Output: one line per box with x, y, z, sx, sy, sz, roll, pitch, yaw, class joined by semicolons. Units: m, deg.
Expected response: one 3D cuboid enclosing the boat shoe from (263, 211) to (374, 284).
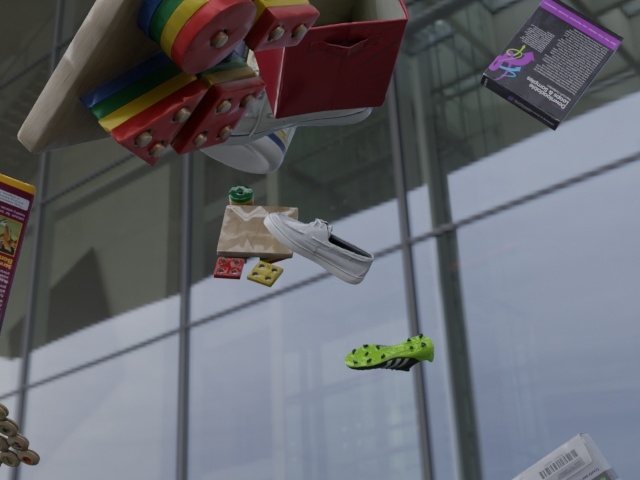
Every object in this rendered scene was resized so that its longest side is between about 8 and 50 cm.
0.000;0.000;1.542;0.184;0.066;0.063;34;-69;-1;boat shoe

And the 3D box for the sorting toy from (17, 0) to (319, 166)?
-0.127;-0.178;0.956;0.257;0.089;0.255;-49;-11;30;sorting toy

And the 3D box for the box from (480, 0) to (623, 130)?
0.296;-0.230;1.251;0.116;0.162;0.029;35;-22;12;box

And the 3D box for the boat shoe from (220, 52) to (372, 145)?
-0.078;-0.273;1.782;0.367;0.135;0.156;-6;-28;-4;boat shoe

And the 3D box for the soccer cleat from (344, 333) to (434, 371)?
0.138;0.234;1.930;0.179;0.060;0.072;-12;-49;7;soccer cleat

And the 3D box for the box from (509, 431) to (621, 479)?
0.270;0.316;1.010;0.145;0.186;0.038;-41;-24;18;box

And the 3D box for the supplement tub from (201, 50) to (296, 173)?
-0.141;-0.333;2.175;0.228;0.316;0.228;20;-17;6;supplement tub

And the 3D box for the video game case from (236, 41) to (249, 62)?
-0.197;-0.363;1.705;0.196;0.274;0.026;25;19;34;video game case

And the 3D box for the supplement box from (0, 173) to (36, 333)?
-0.360;0.022;0.964;0.104;0.188;0.081;22;-35;-27;supplement box

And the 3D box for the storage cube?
0.003;-0.320;1.476;0.184;0.215;0.193;-9;-31;-15;storage cube

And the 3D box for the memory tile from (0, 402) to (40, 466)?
-0.522;0.313;1.561;0.113;0.012;0.148;-6;-53;20;memory tile

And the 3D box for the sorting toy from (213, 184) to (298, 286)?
-0.110;0.002;1.735;0.132;0.274;0.046;2;-51;2;sorting toy
